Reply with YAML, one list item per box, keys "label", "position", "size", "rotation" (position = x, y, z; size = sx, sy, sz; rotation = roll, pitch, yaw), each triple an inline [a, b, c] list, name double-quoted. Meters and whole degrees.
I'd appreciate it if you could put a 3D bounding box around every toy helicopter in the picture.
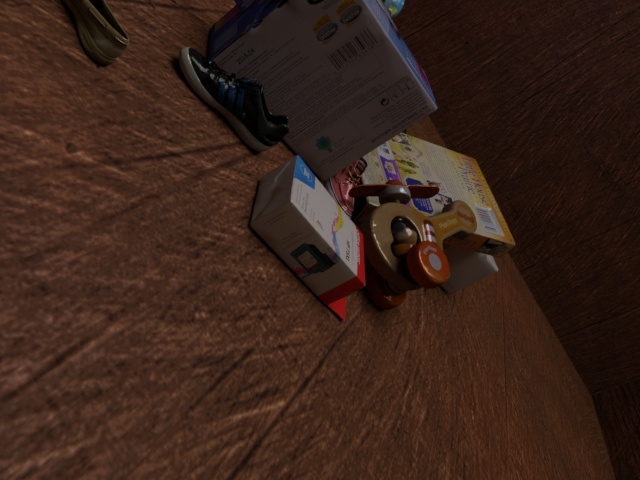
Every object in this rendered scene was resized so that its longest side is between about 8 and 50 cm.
- label: "toy helicopter"
  position: [0.197, -0.029, 1.115]
  size: [0.355, 0.140, 0.235]
  rotation: [-19, 78, -46]

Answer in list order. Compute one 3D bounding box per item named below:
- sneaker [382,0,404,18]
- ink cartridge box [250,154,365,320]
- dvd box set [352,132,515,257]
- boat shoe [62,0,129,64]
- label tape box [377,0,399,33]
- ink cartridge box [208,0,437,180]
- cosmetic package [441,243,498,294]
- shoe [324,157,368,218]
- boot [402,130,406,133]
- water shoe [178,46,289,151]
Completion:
- label: "sneaker"
  position: [0.101, -0.621, 1.318]
  size: [0.319, 0.208, 0.127]
  rotation: [73, 34, -78]
- label: "ink cartridge box"
  position: [0.000, 0.000, 0.870]
  size: [0.231, 0.078, 0.134]
  rotation: [48, 25, -28]
- label: "dvd box set"
  position: [0.240, -0.130, 1.332]
  size: [0.420, 0.062, 0.308]
  rotation: [12, 46, -28]
- label: "boat shoe"
  position: [-0.273, -0.285, 0.672]
  size: [0.056, 0.048, 0.153]
  rotation: [1, 62, -65]
- label: "label tape box"
  position: [0.047, -0.389, 1.213]
  size: [0.115, 0.249, 0.348]
  rotation: [22, 44, -57]
- label: "ink cartridge box"
  position: [-0.009, -0.329, 0.995]
  size: [0.395, 0.270, 0.151]
  rotation: [42, 27, -39]
- label: "cosmetic package"
  position: [0.334, -0.063, 1.555]
  size: [0.197, 0.155, 0.365]
  rotation: [41, 30, -38]
- label: "shoe"
  position: [0.055, -0.126, 1.133]
  size: [0.063, 0.081, 0.178]
  rotation: [37, 32, -44]
- label: "boot"
  position: [0.157, -0.341, 1.626]
  size: [0.263, 0.091, 0.229]
  rotation: [42, 32, -26]
- label: "water shoe"
  position: [-0.127, -0.230, 0.874]
  size: [0.203, 0.080, 0.073]
  rotation: [45, 26, -33]
